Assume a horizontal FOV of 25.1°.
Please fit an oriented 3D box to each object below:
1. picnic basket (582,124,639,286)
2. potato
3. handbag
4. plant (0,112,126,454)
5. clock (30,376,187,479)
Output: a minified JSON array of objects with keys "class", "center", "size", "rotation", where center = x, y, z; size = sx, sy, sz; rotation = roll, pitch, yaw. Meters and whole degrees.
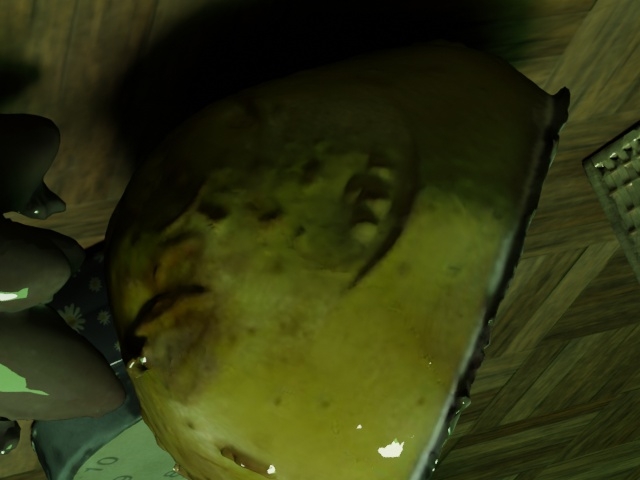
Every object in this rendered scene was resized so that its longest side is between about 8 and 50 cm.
[{"class":"picnic basket","center":[0.317,-0.029,1.034],"size":[0.154,0.134,0.196],"rotation":[-34,153,30]},{"class":"potato","center":[0.000,0.000,0.767],"size":[0.300,0.196,0.246],"rotation":[-61,176,-60]},{"class":"handbag","center":[-0.128,0.054,0.921],"size":[0.115,0.072,0.139],"rotation":[-27,168,4]},{"class":"plant","center":[-0.215,0.008,0.594],"size":[0.181,0.194,0.320],"rotation":[-27,152,18]},{"class":"clock","center":[-0.082,0.137,1.120],"size":[0.280,0.055,0.281],"rotation":[-19,155,-9]}]
